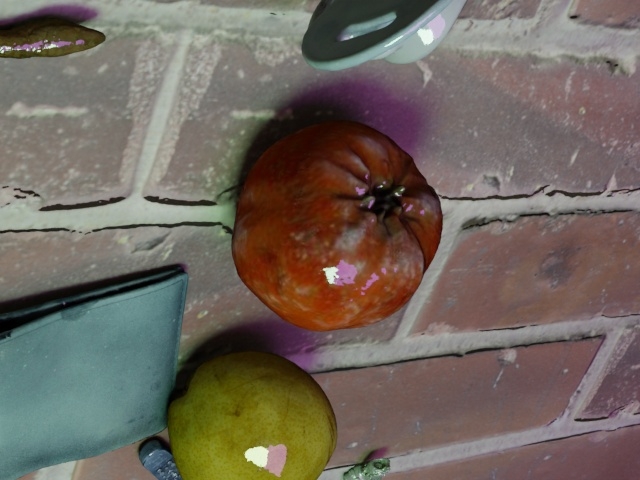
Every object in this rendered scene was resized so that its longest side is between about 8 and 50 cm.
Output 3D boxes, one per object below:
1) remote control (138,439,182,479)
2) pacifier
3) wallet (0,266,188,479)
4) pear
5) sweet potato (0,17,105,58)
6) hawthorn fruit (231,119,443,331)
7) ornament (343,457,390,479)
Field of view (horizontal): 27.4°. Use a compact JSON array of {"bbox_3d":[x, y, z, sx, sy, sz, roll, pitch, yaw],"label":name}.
[{"bbox_3d":[-0.199,0.306,1.760,0.043,0.027,0.152,-42,143,-7],"label":"remote control"},{"bbox_3d":[0.050,-0.289,1.281,0.207,0.227,0.279,54,49,-30],"label":"pacifier"},{"bbox_3d":[-0.290,0.162,1.531,0.290,0.054,0.251,-15,136,-31],"label":"wallet"},{"bbox_3d":[-0.092,0.237,1.644,0.208,0.209,0.209,-22,137,-22],"label":"pear"},{"bbox_3d":[-0.276,-0.189,1.230,0.153,0.038,0.041,0,104,-28],"label":"sweet potato"},{"bbox_3d":[0.000,0.000,1.510,0.242,0.242,0.271,-1,158,-38],"label":"hawthorn fruit"},{"bbox_3d":[0.069,0.366,2.018,0.068,0.041,0.092,-15,144,-20],"label":"ornament"}]
